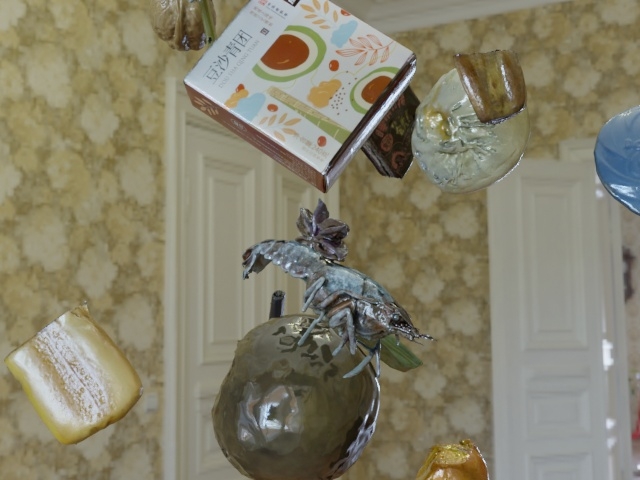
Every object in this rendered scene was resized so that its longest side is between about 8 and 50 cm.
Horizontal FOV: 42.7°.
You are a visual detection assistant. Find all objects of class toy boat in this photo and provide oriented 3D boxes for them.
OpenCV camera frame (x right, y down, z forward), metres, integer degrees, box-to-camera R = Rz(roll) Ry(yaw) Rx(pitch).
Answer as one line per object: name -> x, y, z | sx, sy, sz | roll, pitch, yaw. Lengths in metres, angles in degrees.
toy boat -> 0.140, 0.246, 2.127 | 0.293, 0.055, 0.093 | 44, -36, -8

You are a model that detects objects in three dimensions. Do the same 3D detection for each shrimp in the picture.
shrimp -> 0.018, 0.108, 1.507 | 0.410, 0.166, 0.221 | 40, 23, 25

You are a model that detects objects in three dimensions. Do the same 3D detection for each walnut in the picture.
walnut -> -0.402, -0.657, 2.393 | 0.198, 0.198, 0.245 | 0, -15, -4

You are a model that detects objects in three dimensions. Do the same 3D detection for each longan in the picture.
longan -> -0.060, 0.369, 1.908 | 0.404, 0.404, 0.436 | -3, -17, 20

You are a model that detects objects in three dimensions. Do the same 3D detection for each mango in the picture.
mango -> 0.292, 0.653, 1.972 | 0.201, 0.350, 0.199 | 2, 15, -28

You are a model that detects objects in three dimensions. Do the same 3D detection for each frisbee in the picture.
frisbee -> 0.685, -0.162, 1.601 | 0.289, 0.289, 0.049 | 0, -30, 1

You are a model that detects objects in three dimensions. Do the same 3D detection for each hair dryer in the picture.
hair dryer -> -0.122, 0.247, 2.271 | 0.089, 0.251, 0.197 | 16, 31, 12

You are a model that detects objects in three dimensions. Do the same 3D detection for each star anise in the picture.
star anise -> -0.002, 0.016, 1.860 | 0.073, 0.197, 0.212 | 4, 25, -32

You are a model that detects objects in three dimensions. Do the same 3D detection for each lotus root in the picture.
lotus root -> 0.334, -0.288, 1.528 | 0.159, 0.135, 0.095 | -1, -19, -47

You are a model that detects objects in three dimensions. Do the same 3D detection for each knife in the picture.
knife -> -0.319, -0.639, 2.110 | 0.061, 0.343, 0.027 | -21, -18, 26

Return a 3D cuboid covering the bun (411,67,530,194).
bun -> 0.312, -0.243, 1.781 | 0.287, 0.287, 0.146 | -6, 0, 38

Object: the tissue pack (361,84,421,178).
tissue pack -> 0.199, -0.376, 2.482 | 0.123, 0.245, 0.332 | 18, -22, 45

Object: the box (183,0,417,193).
box -> -0.043, -0.354, 1.813 | 0.385, 0.344, 0.122 | 34, -13, 11

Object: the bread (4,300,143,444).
bread -> -0.325, 0.181, 1.095 | 0.134, 0.173, 0.085 | -36, -11, -8
